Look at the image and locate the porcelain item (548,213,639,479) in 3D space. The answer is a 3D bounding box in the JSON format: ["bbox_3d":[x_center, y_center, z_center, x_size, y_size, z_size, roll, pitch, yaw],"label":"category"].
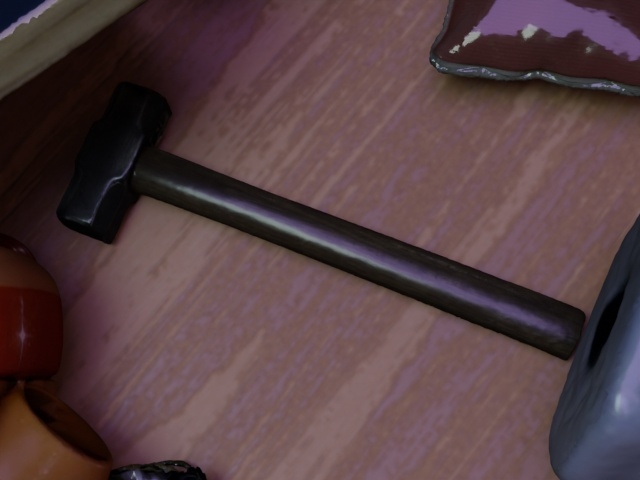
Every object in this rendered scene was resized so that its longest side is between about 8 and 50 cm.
[{"bbox_3d":[0.345,0.122,0.478,0.405,0.178,0.242,22,77,11],"label":"porcelain item"}]

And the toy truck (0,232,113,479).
[{"bbox_3d":[-0.262,0.110,0.534,0.265,0.189,0.239,-13,80,2],"label":"toy truck"}]

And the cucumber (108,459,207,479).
[{"bbox_3d":[-0.056,0.239,0.539,0.067,0.067,0.245,-28,75,-4],"label":"cucumber"}]

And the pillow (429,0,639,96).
[{"bbox_3d":[0.173,-0.186,0.642,0.172,0.075,0.179,9,73,8],"label":"pillow"}]

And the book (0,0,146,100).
[{"bbox_3d":[-0.291,-0.175,0.590,0.300,0.039,0.428,-38,45,-11],"label":"book"}]

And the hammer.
[{"bbox_3d":[0.000,0.000,0.618,0.366,0.043,0.111,21,75,9],"label":"hammer"}]
